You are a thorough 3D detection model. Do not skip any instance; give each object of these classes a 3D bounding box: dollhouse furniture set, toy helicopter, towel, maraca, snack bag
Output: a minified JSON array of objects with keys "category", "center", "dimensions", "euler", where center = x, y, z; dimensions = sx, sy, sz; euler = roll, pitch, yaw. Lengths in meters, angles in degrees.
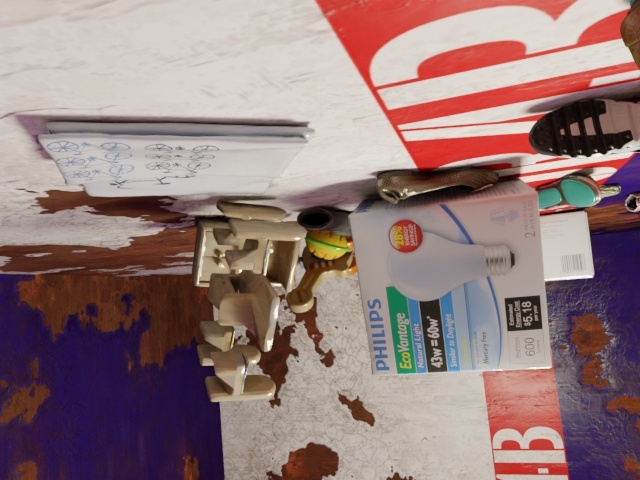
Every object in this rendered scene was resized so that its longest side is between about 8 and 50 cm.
[{"category":"dollhouse furniture set","center":[-0.130,0.094,1.179],"dimensions":[0.256,0.363,0.394],"euler":[4,-161,-23]},{"category":"toy helicopter","center":[-0.029,0.094,1.664],"dimensions":[0.234,0.140,0.355],"euler":[11,-141,18]},{"category":"towel","center":[0.691,-0.121,1.369],"dimensions":[0.147,0.027,0.110],"euler":[-5,174,-5]},{"category":"maraca","center":[0.000,0.000,1.599],"dimensions":[0.185,0.099,0.127],"euler":[20,-174,24]},{"category":"snack bag","center":[-0.207,-0.103,0.770],"dimensions":[0.322,0.037,0.342],"euler":[-4,174,-19]}]

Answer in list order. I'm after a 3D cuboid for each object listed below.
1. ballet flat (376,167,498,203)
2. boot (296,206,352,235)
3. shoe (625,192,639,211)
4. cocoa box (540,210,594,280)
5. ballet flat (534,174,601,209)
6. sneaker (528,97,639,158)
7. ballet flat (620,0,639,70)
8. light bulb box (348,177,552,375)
[{"category":"ballet flat","center":[0.227,-0.104,1.003],"dimensions":[0.249,0.058,0.084],"euler":[-4,174,-14]},{"category":"boot","center":[0.066,-0.053,1.337],"dimensions":[0.189,0.076,0.208],"euler":[-10,165,23]},{"category":"shoe","center":[0.940,-0.113,1.471],"dimensions":[0.081,0.064,0.178],"euler":[-11,178,2]},{"category":"cocoa box","center":[0.782,0.034,1.892],"dimensions":[0.346,0.232,0.228],"euler":[-7,174,23]},{"category":"ballet flat","center":[0.577,-0.114,1.197],"dimensions":[0.079,0.077,0.221],"euler":[-23,-178,-12]},{"category":"sneaker","center":[0.401,-0.146,0.686],"dimensions":[0.234,0.078,0.106],"euler":[-10,170,23]},{"category":"ballet flat","center":[0.414,-0.151,0.451],"dimensions":[0.342,0.124,0.116],"euler":[-3,174,-20]},{"category":"light bulb box","center":[0.272,0.075,1.116],"dimensions":[0.360,0.358,0.225],"euler":[-7,-170,15]}]
